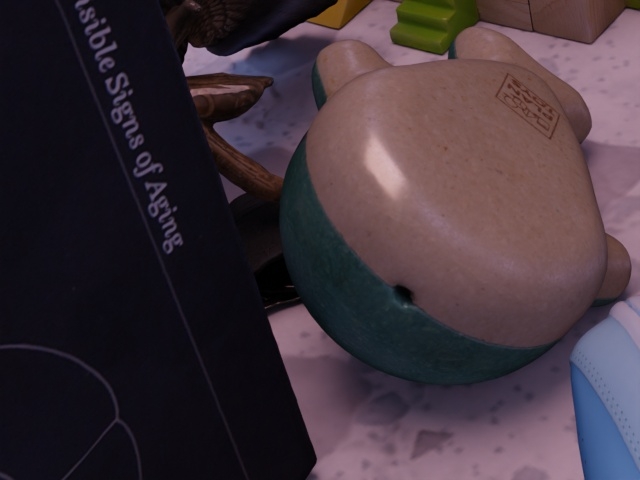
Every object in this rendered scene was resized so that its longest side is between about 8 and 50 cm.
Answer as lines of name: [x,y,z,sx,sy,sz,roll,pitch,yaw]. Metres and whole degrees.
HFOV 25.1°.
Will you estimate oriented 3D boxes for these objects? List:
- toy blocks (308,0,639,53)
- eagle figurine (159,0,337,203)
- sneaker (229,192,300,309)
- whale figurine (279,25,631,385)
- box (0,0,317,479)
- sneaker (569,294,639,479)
toy blocks: [0.081,-0.301,1.033,0.381,0.260,0.191,20,52,36]
eagle figurine: [-0.111,-0.156,0.939,0.225,0.226,0.298,-21,29,18]
sneaker: [-0.001,-0.002,0.880,0.170,0.051,0.089,-19,39,4]
whale figurine: [0.074,-0.025,0.818,0.216,0.141,0.272,37,34,-3]
box: [-0.287,0.060,0.565,0.297,0.479,0.472,18,50,34]
sneaker: [0.084,0.180,0.516,0.208,0.127,0.319,-14,61,8]
